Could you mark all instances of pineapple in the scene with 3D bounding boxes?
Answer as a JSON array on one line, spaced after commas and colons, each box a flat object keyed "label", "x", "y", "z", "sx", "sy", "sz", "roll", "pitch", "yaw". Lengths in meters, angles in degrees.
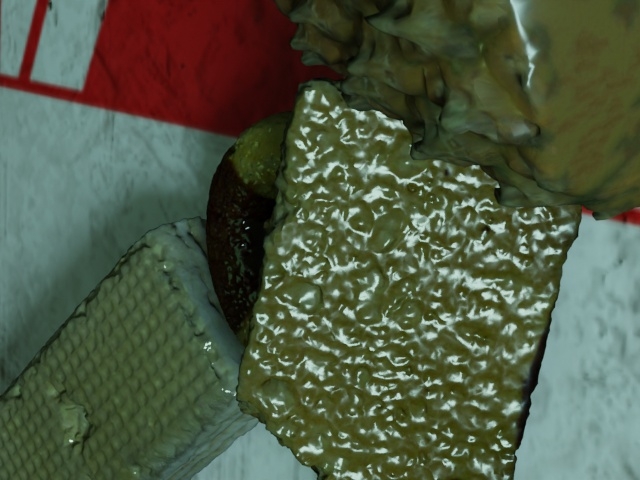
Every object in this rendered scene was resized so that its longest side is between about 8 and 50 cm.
[{"label": "pineapple", "x": 0.038, "y": -0.145, "z": 0.656, "sx": 0.362, "sy": 0.202, "sz": 0.202, "roll": 34, "pitch": 120, "yaw": 48}]

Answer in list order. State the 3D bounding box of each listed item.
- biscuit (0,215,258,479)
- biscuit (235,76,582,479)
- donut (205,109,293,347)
[{"label": "biscuit", "x": -0.109, "y": 0.094, "z": 0.917, "sx": 0.239, "sy": 0.062, "sz": 0.108, "roll": -45, "pitch": 65, "yaw": 40}, {"label": "biscuit", "x": 0.031, "y": 0.051, "z": 0.740, "sx": 0.026, "sy": 0.131, "sz": 0.236, "roll": -88, "pitch": 9, "yaw": -71}, {"label": "donut", "x": 0.000, "y": 0.000, "z": 0.799, "sx": 0.140, "sy": 0.059, "sz": 0.140, "roll": 9, "pitch": 102, "yaw": 47}]
